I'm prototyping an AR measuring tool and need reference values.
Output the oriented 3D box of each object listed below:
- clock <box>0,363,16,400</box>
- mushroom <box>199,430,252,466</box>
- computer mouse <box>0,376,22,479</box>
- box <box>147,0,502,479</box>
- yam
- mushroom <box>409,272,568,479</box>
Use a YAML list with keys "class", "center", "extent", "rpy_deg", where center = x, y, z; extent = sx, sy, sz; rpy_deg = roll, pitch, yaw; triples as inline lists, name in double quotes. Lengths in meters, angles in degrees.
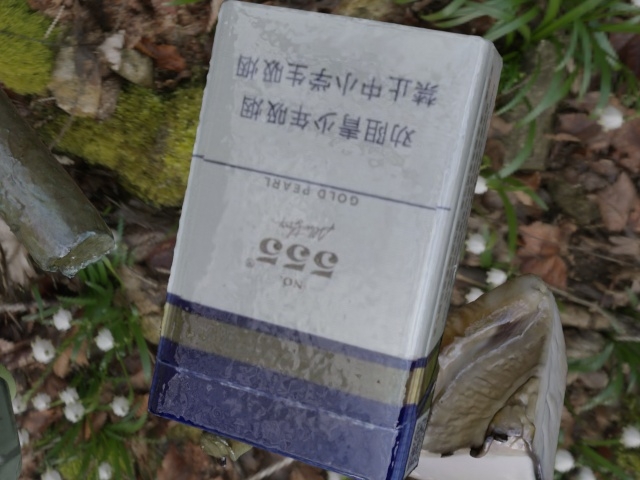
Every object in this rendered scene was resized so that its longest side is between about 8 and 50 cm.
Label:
- class: "clock"
  center: [-0.609, 0.327, 1.358]
  extent: [0.117, 0.286, 0.349]
  rpy_deg: [-26, 127, -60]
- class: "mushroom"
  center: [-0.126, 0.209, 1.443]
  extent: [0.292, 0.217, 0.212]
  rpy_deg: [-42, 125, -29]
- class: "computer mouse"
  center: [-0.469, 0.285, 0.821]
  extent: [0.429, 0.228, 0.145]
  rpy_deg: [-50, 159, -13]
- class: "box"
  center: [0.000, 0.000, 0.521]
  extent: [0.168, 0.071, 0.259]
  rpy_deg: [14, 97, 17]
- class: "yam"
  center: [-0.333, -0.075, 0.954]
  extent: [0.093, 0.093, 0.259]
  rpy_deg: [-38, 86, -13]
- class: "mushroom"
  center: [0.289, 0.247, 1.595]
  extent: [0.224, 0.313, 0.397]
  rpy_deg: [60, 40, -40]
